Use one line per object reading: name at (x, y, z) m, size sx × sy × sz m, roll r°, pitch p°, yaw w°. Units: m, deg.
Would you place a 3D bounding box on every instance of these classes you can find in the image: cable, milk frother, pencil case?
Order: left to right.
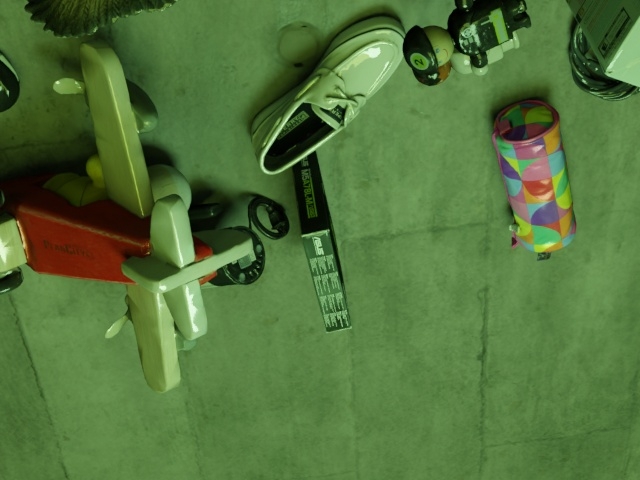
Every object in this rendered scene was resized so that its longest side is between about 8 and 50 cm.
milk frother at (-0.133, 0.006, 1.779) m, size 0.143 × 0.129 × 0.135 m, roll -2°, pitch 175°, yaw -45°
pencil case at (0.307, -0.085, 1.767) m, size 0.104 × 0.104 × 0.236 m, roll -14°, pitch 130°, yaw 3°
cable at (0.408, -0.274, 1.662) m, size 0.151 × 0.047 × 0.184 m, roll -12°, pitch 134°, yaw 8°

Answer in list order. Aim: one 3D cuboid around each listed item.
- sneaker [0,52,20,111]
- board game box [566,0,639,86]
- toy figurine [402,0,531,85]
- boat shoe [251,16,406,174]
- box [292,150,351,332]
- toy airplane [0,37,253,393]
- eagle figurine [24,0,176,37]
sneaker at (-0.506, -0.213, 1.506) m, size 0.283 × 0.124 × 0.107 m, roll 27°, pitch 121°, yaw -28°
board game box at (0.375, -0.347, 1.416) m, size 0.097 × 0.303 × 0.224 m, roll 15°, pitch 127°, yaw -21°
toy figurine at (0.141, -0.292, 1.471) m, size 0.148 × 0.209 × 0.213 m, roll -25°, pitch 87°, yaw 2°
boat shoe at (0.011, -0.186, 1.636) m, size 0.267 × 0.088 × 0.096 m, roll -35°, pitch 126°, yaw 20°
box at (0.000, 0.000, 1.730) m, size 0.045 × 0.184 × 0.190 m, roll -13°, pitch 130°, yaw 0°
toy airplane at (-0.245, -0.023, 1.608) m, size 0.384 × 0.272 × 0.386 m, roll 46°, pitch 130°, yaw 3°
eagle figurine at (-0.197, -0.359, 1.396) m, size 0.298 × 0.226 × 0.225 m, roll -3°, pitch 151°, yaw -13°
